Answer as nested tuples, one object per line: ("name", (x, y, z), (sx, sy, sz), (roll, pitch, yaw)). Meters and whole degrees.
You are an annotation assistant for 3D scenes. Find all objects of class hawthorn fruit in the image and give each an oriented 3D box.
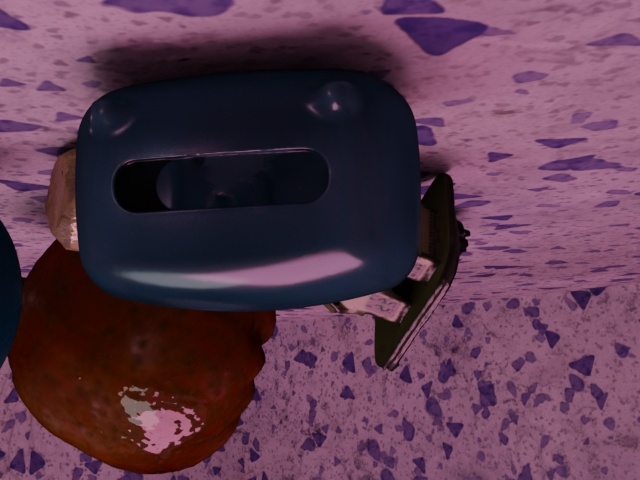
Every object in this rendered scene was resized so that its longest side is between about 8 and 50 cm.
("hawthorn fruit", (-0.270, 0.126, 1.188), (0.403, 0.402, 0.403), (-2, 170, 0))

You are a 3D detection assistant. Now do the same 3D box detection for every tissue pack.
("tissue pack", (-0.061, -0.040, 0.690), (0.287, 0.198, 0.206), (-1, 172, 10))

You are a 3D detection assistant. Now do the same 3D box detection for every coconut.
("coconut", (-0.229, -0.042, 0.900), (0.122, 0.116, 0.116), (9, 166, -31))

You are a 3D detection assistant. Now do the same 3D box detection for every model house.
("model house", (0.000, 0.000, 1.009), (0.279, 0.205, 0.218), (18, 128, -9))

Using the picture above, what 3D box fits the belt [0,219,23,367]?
("belt", (-0.539, 0.065, 0.919), (0.437, 0.300, 0.173), (-3, 168, 23))

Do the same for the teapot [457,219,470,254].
("teapot", (0.183, -0.003, 1.274), (0.096, 0.087, 0.177), (-12, 166, 26))
